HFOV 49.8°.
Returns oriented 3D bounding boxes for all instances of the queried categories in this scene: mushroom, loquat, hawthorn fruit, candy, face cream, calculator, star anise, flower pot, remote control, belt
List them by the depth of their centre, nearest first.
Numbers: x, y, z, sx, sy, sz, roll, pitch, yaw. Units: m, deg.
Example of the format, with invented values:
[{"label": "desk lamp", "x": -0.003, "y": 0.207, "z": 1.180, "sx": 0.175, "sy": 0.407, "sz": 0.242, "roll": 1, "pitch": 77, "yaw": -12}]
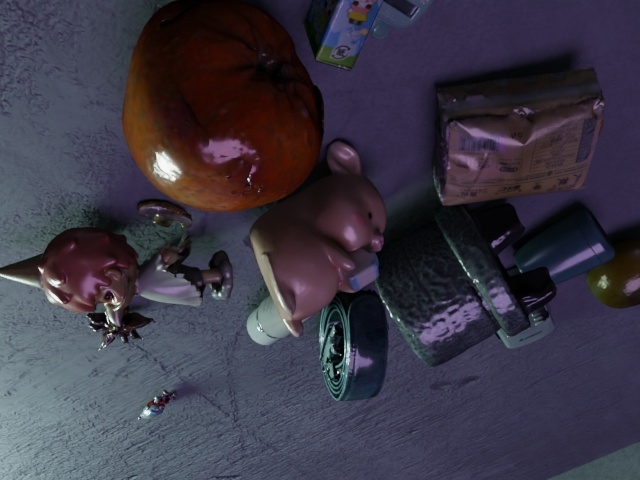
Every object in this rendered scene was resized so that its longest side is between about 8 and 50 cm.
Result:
[{"label": "candy", "x": 0.043, "y": -0.329, "z": 0.889, "sx": 0.062, "sy": 0.097, "sz": 0.194, "roll": 8, "pitch": 134, "yaw": -22}, {"label": "hawthorn fruit", "x": -0.144, "y": -0.155, "z": 0.922, "sx": 0.276, "sy": 0.275, "sz": 0.307, "roll": 12, "pitch": 153, "yaw": -30}, {"label": "calculator", "x": 0.116, "y": -0.346, "z": 0.951, "sx": 0.095, "sy": 0.021, "sz": 0.153, "roll": 19, "pitch": 128, "yaw": -34}, {"label": "mushroom", "x": -0.262, "y": -0.044, "z": 1.173, "sx": 0.101, "sy": 0.019, "sz": 0.049, "roll": 17, "pitch": 130, "yaw": -33}, {"label": "flower pot", "x": 0.272, "y": 0.068, "z": 1.286, "sx": 0.283, "sy": 0.299, "sz": 0.299, "roll": -33, "pitch": 138, "yaw": 13}, {"label": "face cream", "x": -0.044, "y": 0.115, "z": 1.324, "sx": 0.089, "sy": 0.143, "sz": 0.314, "roll": 34, "pitch": 140, "yaw": -11}, {"label": "star anise", "x": -0.401, "y": 0.173, "z": 1.345, "sx": 0.124, "sy": 0.056, "sz": 0.129, "roll": 30, "pitch": 120, "yaw": -27}, {"label": "belt", "x": 0.064, "y": 0.209, "z": 1.432, "sx": 0.116, "sy": 0.206, "sz": 0.267, "roll": -3, "pitch": 129, "yaw": -15}, {"label": "loquat", "x": 0.684, "y": 0.067, "z": 1.528, "sx": 0.152, "sy": 0.152, "sz": 0.195, "roll": 17, "pitch": 138, "yaw": -33}, {"label": "remote control", "x": 0.464, "y": 0.169, "z": 1.636, "sx": 0.140, "sy": 0.056, "sz": 0.296, "roll": -25, "pitch": 139, "yaw": 13}]

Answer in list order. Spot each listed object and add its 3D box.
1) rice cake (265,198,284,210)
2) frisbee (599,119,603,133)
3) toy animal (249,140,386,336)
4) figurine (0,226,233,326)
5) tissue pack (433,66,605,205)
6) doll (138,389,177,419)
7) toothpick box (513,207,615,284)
[{"label": "rice cake", "x": -0.094, "y": -0.094, "z": 1.163, "sx": 0.033, "sy": 0.033, "sz": 0.207, "roll": -13, "pitch": 142, "yaw": 12}, {"label": "frisbee", "x": 0.419, "y": -0.179, "z": 1.237, "sx": 0.192, "sy": 0.035, "sz": 0.192, "roll": -9, "pitch": 140, "yaw": -8}, {"label": "toy animal", "x": 0.004, "y": -0.001, "z": 1.133, "sx": 0.256, "sy": 0.213, "sz": 0.195, "roll": -30, "pitch": 142, "yaw": -15}, {"label": "figurine", "x": -0.342, "y": 0.060, "z": 1.146, "sx": 0.387, "sy": 0.166, "sz": 0.207, "roll": 0, "pitch": 176, "yaw": -24}, {"label": "tissue pack", "x": 0.320, "y": -0.161, "z": 1.134, "sx": 0.257, "sy": 0.122, "sz": 0.215, "roll": -5, "pitch": 140, "yaw": 3}, {"label": "doll", "x": -0.385, "y": 0.391, "z": 1.620, "sx": 0.114, "sy": 0.039, "sz": 0.057, "roll": -42, "pitch": 177, "yaw": 16}, {"label": "toothpick box", "x": 0.501, "y": 0.024, "z": 1.436, "sx": 0.184, "sy": 0.120, "sz": 0.120, "roll": -32, "pitch": 138, "yaw": 23}]
